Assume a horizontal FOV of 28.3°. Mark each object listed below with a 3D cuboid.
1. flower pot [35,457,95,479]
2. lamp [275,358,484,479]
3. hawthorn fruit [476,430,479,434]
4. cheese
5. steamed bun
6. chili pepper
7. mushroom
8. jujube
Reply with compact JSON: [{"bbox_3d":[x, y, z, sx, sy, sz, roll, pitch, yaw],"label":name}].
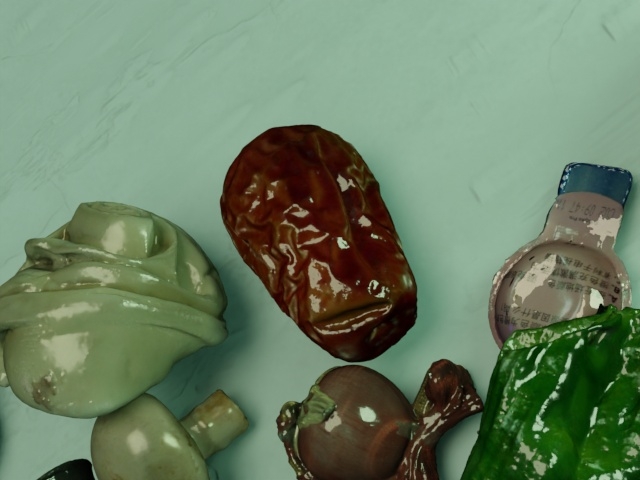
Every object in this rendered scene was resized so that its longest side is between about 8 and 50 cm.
[{"bbox_3d":[-0.345,0.387,1.721,0.107,0.157,0.157,46,101,18],"label":"flower pot"},{"bbox_3d":[0.066,0.225,1.582,0.223,0.151,0.215,21,93,-8],"label":"lamp"},{"bbox_3d":[0.210,0.258,1.492,0.066,0.103,0.067,-23,45,26],"label":"hawthorn fruit"},{"bbox_3d":[0.297,0.040,1.526,0.189,0.074,0.286,11,77,34],"label":"cheese"},{"bbox_3d":[-0.306,0.070,1.727,0.309,0.324,0.219,17,127,51],"label":"steamed bun"},{"bbox_3d":[0.278,0.227,1.388,0.385,0.213,0.167,-59,21,0],"label":"chili pepper"},{"bbox_3d":[-0.215,0.281,1.713,0.206,0.206,0.209,5,55,33],"label":"mushroom"},{"bbox_3d":[0.000,0.000,1.641,0.216,0.216,0.342,-39,56,16],"label":"jujube"}]
